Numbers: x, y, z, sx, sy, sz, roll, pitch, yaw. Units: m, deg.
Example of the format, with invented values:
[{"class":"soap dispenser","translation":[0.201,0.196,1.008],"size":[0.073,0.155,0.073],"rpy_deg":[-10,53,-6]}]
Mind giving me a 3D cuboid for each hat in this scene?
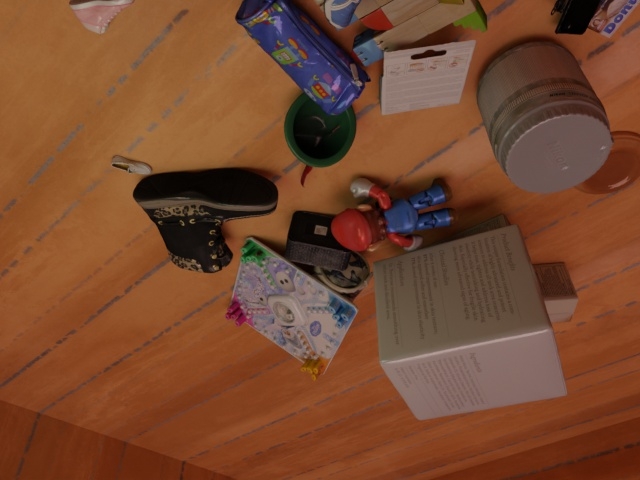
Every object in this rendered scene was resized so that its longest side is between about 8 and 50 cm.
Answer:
[{"class":"hat","translation":[-0.032,-0.257,1.356],"size":[0.173,0.183,0.208],"rpy_deg":[30,87,-20]}]

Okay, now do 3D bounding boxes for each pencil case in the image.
[{"class":"pencil case","translation":[-0.027,-0.386,1.139],"size":[0.306,0.119,0.133],"rpy_deg":[38,159,-34]},{"class":"pencil case","translation":[0.028,0.198,1.752],"size":[0.184,0.159,0.410],"rpy_deg":[24,135,3]}]

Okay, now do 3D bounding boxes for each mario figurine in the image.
[{"class":"mario figurine","translation":[0.183,-0.068,1.482],"size":[0.321,0.197,0.170],"rpy_deg":[-14,155,-2]}]

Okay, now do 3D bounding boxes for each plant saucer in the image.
[{"class":"plant saucer","translation":[0.736,-0.187,1.425],"size":[0.200,0.037,0.199],"rpy_deg":[0,137,0]}]

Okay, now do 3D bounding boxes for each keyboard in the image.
[{"class":"keyboard","translation":[0.509,-0.500,1.086],"size":[0.100,0.038,0.192],"rpy_deg":[-3,132,-20]}]

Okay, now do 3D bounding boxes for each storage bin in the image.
[{"class":"storage bin","translation":[0.000,0.000,1.551],"size":[0.180,0.122,0.084],"rpy_deg":[12,137,-1]}]

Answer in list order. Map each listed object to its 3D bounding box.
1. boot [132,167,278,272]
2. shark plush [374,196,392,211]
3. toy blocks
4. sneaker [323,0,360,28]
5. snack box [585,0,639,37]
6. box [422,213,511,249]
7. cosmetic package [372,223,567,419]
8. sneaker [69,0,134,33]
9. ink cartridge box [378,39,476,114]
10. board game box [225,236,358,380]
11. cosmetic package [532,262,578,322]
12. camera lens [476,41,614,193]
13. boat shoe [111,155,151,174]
[{"class":"boot","translation":[-0.283,-0.044,1.505],"size":[0.378,0.138,0.284],"rpy_deg":[-1,137,6]},{"class":"shark plush","translation":[0.147,-0.064,1.570],"size":[0.067,0.073,0.161],"rpy_deg":[6,120,-35]},{"class":"toy blocks","translation":[0.098,-0.491,1.011],"size":[0.261,0.190,0.381],"rpy_deg":[-17,137,34]},{"class":"sneaker","translation":[0.064,-0.426,0.909],"size":[0.081,0.080,0.211],"rpy_deg":[29,150,2]},{"class":"snack box","translation":[0.606,-0.491,1.100],"size":[0.064,0.022,0.178],"rpy_deg":[16,136,-15]},{"class":"box","translation":[0.420,0.064,1.622],"size":[0.311,0.147,0.121],"rpy_deg":[-24,133,26]},{"class":"cosmetic package","translation":[0.376,0.220,1.444],"size":[0.394,0.329,0.327],"rpy_deg":[-16,133,18]},{"class":"sneaker","translation":[-0.424,-0.456,1.118],"size":[0.135,0.050,0.070],"rpy_deg":[-4,139,10]},{"class":"ink cartridge box","translation":[0.213,-0.351,1.165],"size":[0.181,0.056,0.224],"rpy_deg":[-8,159,3]},{"class":"board game box","translation":[-0.111,0.224,1.721],"size":[0.390,0.050,0.389],"rpy_deg":[33,137,11]},{"class":"cosmetic package","translation":[0.616,0.172,1.736],"size":[0.297,0.153,0.129],"rpy_deg":[-4,137,6]},{"class":"camera lens","translation":[0.455,-0.261,1.166],"size":[0.220,0.274,0.219],"rpy_deg":[0,138,0]},{"class":"boat shoe","translation":[-0.483,-0.185,1.426],"size":[0.100,0.035,0.035],"rpy_deg":[19,134,-20]}]
